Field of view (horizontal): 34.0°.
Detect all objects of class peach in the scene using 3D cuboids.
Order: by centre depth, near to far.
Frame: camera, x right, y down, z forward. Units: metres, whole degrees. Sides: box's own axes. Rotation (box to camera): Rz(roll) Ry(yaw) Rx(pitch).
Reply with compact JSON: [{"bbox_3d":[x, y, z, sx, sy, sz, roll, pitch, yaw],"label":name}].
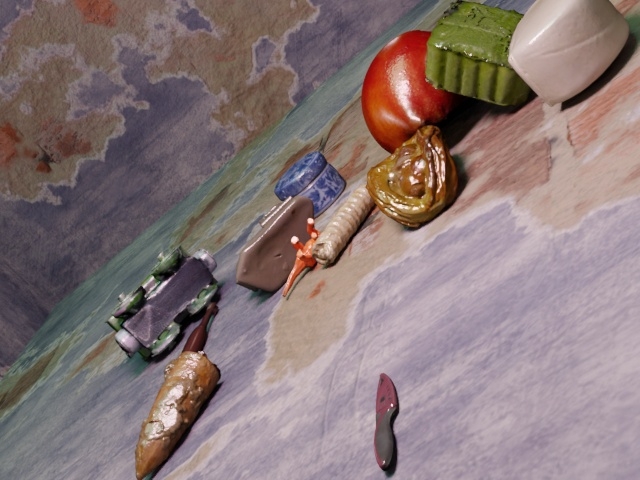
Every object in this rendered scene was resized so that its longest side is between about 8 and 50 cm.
[{"bbox_3d":[0.183,-0.313,2.153,0.258,0.201,0.361,-37,4,18],"label":"peach"}]

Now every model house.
[{"bbox_3d":[-0.099,0.010,2.237,0.229,0.122,0.188,-48,13,-7],"label":"model house"}]

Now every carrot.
[{"bbox_3d":[-0.274,0.327,1.913,0.102,0.102,0.263,-27,28,48],"label":"carrot"}]

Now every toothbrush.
[{"bbox_3d":[-0.273,0.228,2.254,0.041,0.041,0.364,-37,15,22],"label":"toothbrush"}]

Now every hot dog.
[{"bbox_3d":[0.169,-0.123,1.909,0.175,0.114,0.259,-40,14,10],"label":"hot dog"}]

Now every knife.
[{"bbox_3d":[0.084,0.225,1.352,0.035,0.018,0.247,-42,13,16],"label":"knife"}]

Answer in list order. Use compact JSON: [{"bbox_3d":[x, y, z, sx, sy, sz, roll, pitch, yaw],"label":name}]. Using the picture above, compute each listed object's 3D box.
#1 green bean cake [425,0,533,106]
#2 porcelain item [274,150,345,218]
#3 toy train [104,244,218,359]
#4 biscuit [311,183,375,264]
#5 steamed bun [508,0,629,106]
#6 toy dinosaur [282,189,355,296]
[{"bbox_3d":[0.318,-0.356,1.974,0.113,0.214,0.200,93,-158,-44],"label":"green bean cake"},{"bbox_3d":[-0.028,-0.128,2.447,0.147,0.114,0.147,-39,16,13],"label":"porcelain item"},{"bbox_3d":[-0.383,0.147,2.526,0.307,0.173,0.249,-48,9,-15],"label":"toy train"},{"bbox_3d":[0.053,-0.038,2.095,0.061,0.055,0.219,-9,36,48],"label":"biscuit"},{"bbox_3d":[0.429,-0.351,1.788,0.164,0.146,0.241,-38,14,32],"label":"steamed bun"},{"bbox_3d":[-0.005,-0.003,2.127,0.055,0.101,0.279,31,76,30],"label":"toy dinosaur"}]
